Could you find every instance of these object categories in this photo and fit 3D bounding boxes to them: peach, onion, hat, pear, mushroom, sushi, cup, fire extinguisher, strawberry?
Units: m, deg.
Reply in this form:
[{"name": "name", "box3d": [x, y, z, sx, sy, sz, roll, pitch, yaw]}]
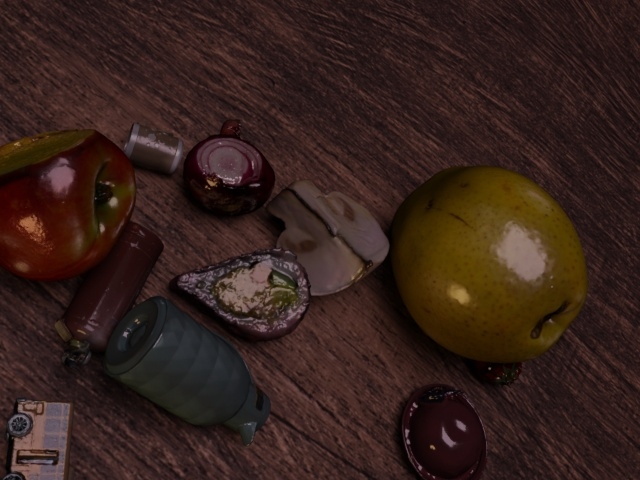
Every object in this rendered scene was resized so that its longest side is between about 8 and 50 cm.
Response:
[{"name": "peach", "box3d": [-0.442, -0.060, 1.192, 0.248, 0.274, 0.245, -5, 101, -65]}, {"name": "onion", "box3d": [-0.176, -0.134, 1.429, 0.173, 0.135, 0.198, 13, 48, -18]}, {"name": "hat", "box3d": [0.246, 0.369, 1.429, 0.205, 0.089, 0.206, 11, 63, -22]}, {"name": "pear", "box3d": [0.312, 0.039, 1.451, 0.362, 0.362, 0.418, -9, 43, -29]}, {"name": "mushroom", "box3d": [0.009, 0.005, 1.462, 0.236, 0.162, 0.173, 46, 25, 15]}, {"name": "sushi", "box3d": [-0.135, 0.109, 1.345, 0.241, 0.107, 0.161, -14, 85, -19]}, {"name": "cup", "box3d": [-0.313, -0.172, 1.411, 0.099, 0.102, 0.074, 18, 100, -20]}, {"name": "fire extinguisher", "box3d": [-0.356, 0.098, 1.241, 0.104, 0.105, 0.269, 30, 58, -12]}, {"name": "strawberry", "box3d": [0.360, 0.244, 1.543, 0.106, 0.106, 0.106, 10, 64, -22]}]

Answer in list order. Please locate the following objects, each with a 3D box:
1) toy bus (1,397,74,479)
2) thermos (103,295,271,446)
[{"name": "toy bus", "box3d": [-0.419, 0.334, 1.117, 0.103, 0.091, 0.182, 8, 63, -23]}, {"name": "thermos", "box3d": [-0.202, 0.211, 1.235, 0.286, 0.145, 0.182, 42, 24, -34]}]
